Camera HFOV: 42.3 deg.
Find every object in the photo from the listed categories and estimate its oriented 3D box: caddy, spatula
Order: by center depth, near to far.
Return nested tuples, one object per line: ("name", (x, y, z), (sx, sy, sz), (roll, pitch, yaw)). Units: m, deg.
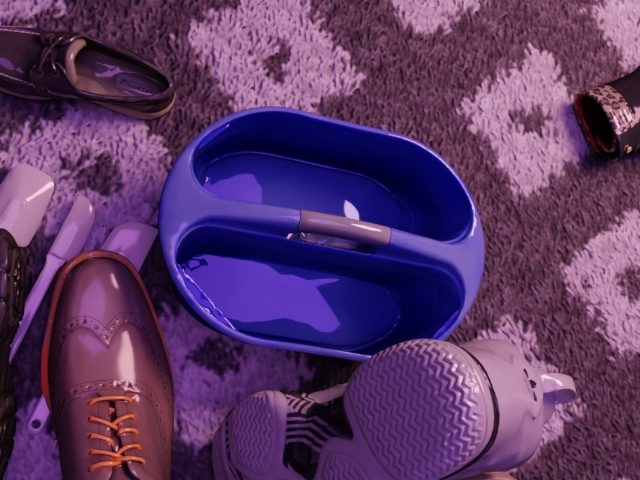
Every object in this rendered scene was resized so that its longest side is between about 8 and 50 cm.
("spatula", (-0.295, 0.058, 0.845), (0.168, 0.019, 0.242), (28, 78, -13))
("caddy", (0.000, 0.000, 0.859), (0.341, 0.179, 0.241), (10, 78, -15))

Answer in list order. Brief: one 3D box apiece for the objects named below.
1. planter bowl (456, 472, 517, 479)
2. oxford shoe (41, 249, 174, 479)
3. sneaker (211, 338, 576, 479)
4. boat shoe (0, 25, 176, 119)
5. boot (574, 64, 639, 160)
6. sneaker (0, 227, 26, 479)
("planter bowl", (0.142, 0.299, 0.879), (0.162, 0.109, 0.162), (-5, 105, -18))
("oxford shoe", (-0.189, 0.185, 0.788), (0.130, 0.133, 0.363), (-6, 85, -22))
("sneaker", (0.063, 0.190, 0.794), (0.210, 0.366, 0.137), (5, 64, -42))
("boat shoe", (-0.258, -0.184, 0.862), (0.224, 0.073, 0.080), (13, 78, -15))
("boot", (0.448, -0.125, 1.068), (0.179, 0.085, 0.236), (-24, 83, -17))
("sneaker", (-0.350, 0.129, 0.766), (0.130, 0.109, 0.286), (1, 73, -8))
